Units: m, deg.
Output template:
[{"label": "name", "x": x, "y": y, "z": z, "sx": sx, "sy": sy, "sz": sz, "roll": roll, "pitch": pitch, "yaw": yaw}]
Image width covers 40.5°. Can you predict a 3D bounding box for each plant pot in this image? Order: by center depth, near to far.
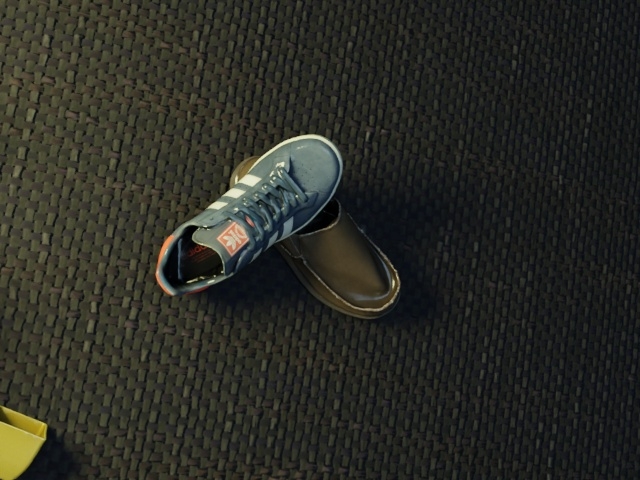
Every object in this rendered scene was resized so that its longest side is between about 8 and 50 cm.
[{"label": "plant pot", "x": -0.462, "y": 0.305, "z": 1.285, "sx": 0.081, "sy": 0.081, "sz": 0.083, "roll": 27, "pitch": 88, "yaw": -16}]

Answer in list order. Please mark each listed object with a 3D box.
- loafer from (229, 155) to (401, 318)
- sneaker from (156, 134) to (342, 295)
[{"label": "loafer", "x": 0.000, "y": 0.000, "z": 1.462, "sx": 0.366, "sy": 0.130, "sz": 0.134, "roll": 41, "pitch": 73, "yaw": -12}, {"label": "sneaker", "x": -0.111, "y": -0.026, "z": 1.332, "sx": 0.350, "sy": 0.148, "sz": 0.131, "roll": -40, "pitch": 98, "yaw": 14}]
